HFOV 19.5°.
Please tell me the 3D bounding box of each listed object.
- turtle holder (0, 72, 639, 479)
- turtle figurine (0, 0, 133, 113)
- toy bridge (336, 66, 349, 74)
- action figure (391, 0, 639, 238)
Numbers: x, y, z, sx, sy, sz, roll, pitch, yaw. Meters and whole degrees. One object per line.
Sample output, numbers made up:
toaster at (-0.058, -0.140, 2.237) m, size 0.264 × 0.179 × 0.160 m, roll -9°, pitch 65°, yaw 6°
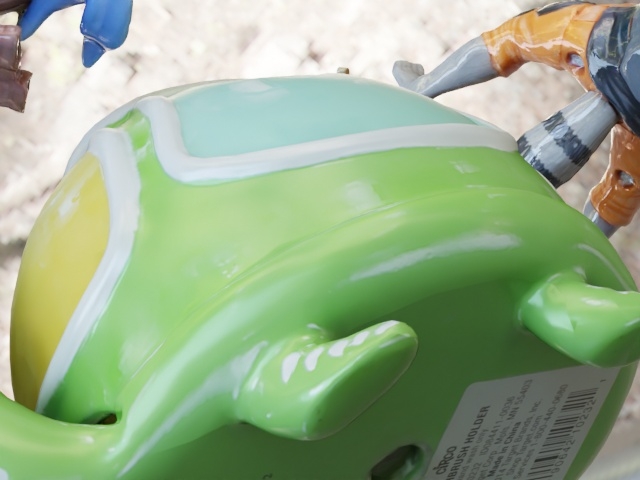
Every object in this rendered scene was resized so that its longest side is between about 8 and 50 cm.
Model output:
turtle holder at (-0.036, 0.055, 0.773) m, size 0.320 × 0.243 × 0.227 m, roll -27°, pitch 51°, yaw -13°
turtle figurine at (-0.218, -0.167, 0.790) m, size 0.266 × 0.274 × 0.198 m, roll -21°, pitch 8°, yaw 7°
toy bridge at (0.000, 0.000, 1.001) m, size 0.063 × 0.026 × 0.188 m, roll 8°, pitch 91°, yaw 30°
action figure at (0.246, -0.072, 1.181) m, size 0.330 × 0.341 × 0.178 m, roll -33°, pitch 3°, yaw 39°
